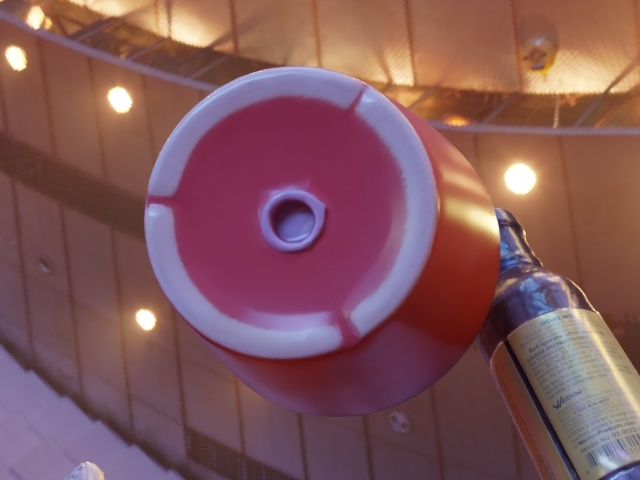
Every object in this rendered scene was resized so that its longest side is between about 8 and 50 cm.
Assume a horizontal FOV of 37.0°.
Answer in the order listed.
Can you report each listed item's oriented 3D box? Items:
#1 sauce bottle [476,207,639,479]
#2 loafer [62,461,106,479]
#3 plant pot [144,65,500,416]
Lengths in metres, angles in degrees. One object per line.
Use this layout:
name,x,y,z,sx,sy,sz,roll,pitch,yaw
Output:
sauce bottle,0.201,0.104,0.812,0.344,0.112,0.111,-108,-167,-44
loafer,-0.279,0.392,1.140,0.112,0.319,0.111,-42,-64,13
plant pot,0.000,0.000,0.722,0.275,0.275,0.243,34,-2,13
